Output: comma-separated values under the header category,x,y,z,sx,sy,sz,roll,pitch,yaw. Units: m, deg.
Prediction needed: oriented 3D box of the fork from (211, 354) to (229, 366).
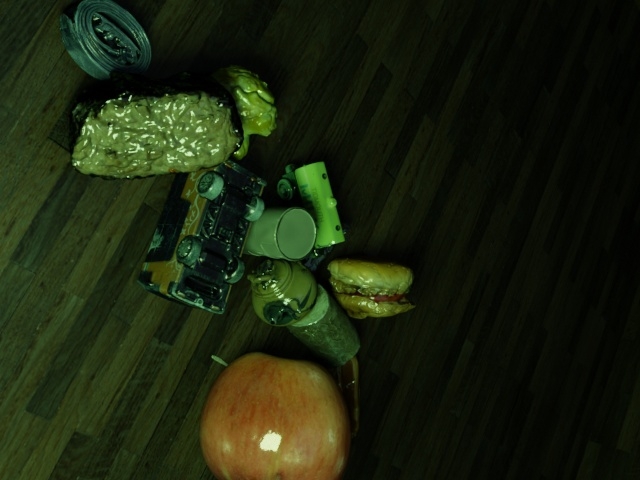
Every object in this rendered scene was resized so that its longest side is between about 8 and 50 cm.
category,x,y,z,sx,sy,sz,roll,pitch,yaw
fork,-0.232,0.315,1.784,0.115,0.012,0.016,38,65,-33

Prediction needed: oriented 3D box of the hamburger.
category,x,y,z,sx,sy,sz,roll,pitch,yaw
hamburger,0.141,0.123,1.961,0.244,0.244,0.163,-5,95,-42

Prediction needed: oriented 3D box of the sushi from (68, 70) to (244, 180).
category,x,y,z,sx,sy,sz,roll,pitch,yaw
sushi,-0.333,-0.232,1.447,0.350,0.171,0.211,-8,119,-17

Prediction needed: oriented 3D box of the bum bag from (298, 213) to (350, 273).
category,x,y,z,sx,sy,sz,roll,pitch,yaw
bum bag,0.000,0.000,1.937,0.087,0.049,0.197,44,68,-13

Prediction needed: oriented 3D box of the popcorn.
category,x,y,z,sx,sy,sz,roll,pitch,yaw
popcorn,-0.192,-0.294,1.637,0.198,0.198,0.212,11,94,-43

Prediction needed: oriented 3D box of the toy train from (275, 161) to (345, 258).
category,x,y,z,sx,sy,sz,roll,pitch,yaw
toy train,-0.016,-0.083,1.815,0.105,0.157,0.253,-15,90,-42

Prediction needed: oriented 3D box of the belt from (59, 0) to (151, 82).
category,x,y,z,sx,sy,sz,roll,pitch,yaw
belt,-0.441,-0.412,1.459,0.190,0.082,0.141,45,60,-38

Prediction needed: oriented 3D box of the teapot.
category,x,y,z,sx,sy,sz,roll,pitch,yaw
teapot,-0.104,0.104,1.768,0.182,0.173,0.269,52,28,-44

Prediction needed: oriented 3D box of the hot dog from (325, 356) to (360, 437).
category,x,y,z,sx,sy,sz,roll,pitch,yaw
hot dog,0.059,0.449,2.024,0.115,0.072,0.269,-7,101,-43

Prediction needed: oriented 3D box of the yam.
category,x,y,z,sx,sy,sz,roll,pitch,yaw
yam,0.006,0.232,1.898,0.154,0.154,0.254,-53,125,-25

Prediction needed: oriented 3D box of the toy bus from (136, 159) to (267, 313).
category,x,y,z,sx,sy,sz,roll,pitch,yaw
toy bus,-0.266,-0.012,1.591,0.162,0.194,0.323,29,72,-41

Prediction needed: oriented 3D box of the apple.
category,x,y,z,sx,sy,sz,roll,pitch,yaw
apple,-0.101,0.434,1.691,0.364,0.364,0.364,-6,99,-42

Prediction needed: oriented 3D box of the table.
category,x,y,z,sx,sy,sz,roll,pitch,yaw
table,-0.126,-0.023,1.699,0.126,0.220,0.126,-6,99,-42
